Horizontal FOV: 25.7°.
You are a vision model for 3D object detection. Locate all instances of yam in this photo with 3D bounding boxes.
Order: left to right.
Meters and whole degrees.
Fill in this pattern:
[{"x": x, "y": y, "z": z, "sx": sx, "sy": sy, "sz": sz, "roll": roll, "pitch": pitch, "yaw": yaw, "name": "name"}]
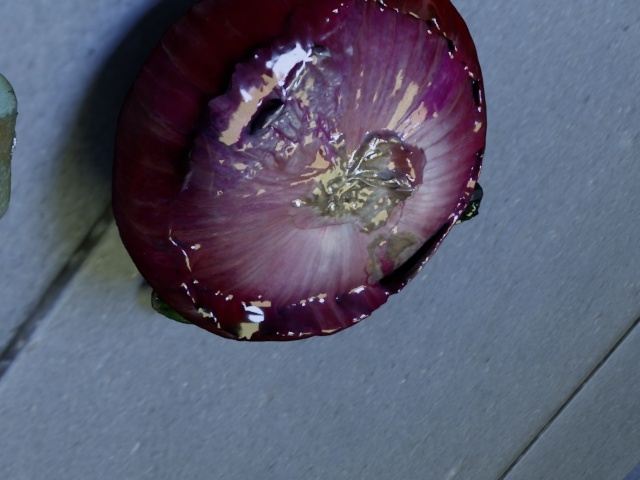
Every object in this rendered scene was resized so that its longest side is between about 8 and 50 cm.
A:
[{"x": -0.184, "y": -0.051, "z": 0.751, "sx": 0.043, "sy": 0.043, "sz": 0.094, "roll": -21, "pitch": 146, "yaw": -36, "name": "yam"}]

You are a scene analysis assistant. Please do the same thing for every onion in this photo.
[{"x": -0.016, "y": -0.059, "z": 0.836, "sx": 0.248, "sy": 0.161, "sz": 0.248, "roll": -34, "pitch": 143, "yaw": -31, "name": "onion"}]

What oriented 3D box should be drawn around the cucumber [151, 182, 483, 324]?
[{"x": 0.000, "y": -0.001, "z": 1.021, "sx": 0.265, "sy": 0.077, "sz": 0.077, "roll": -26, "pitch": 147, "yaw": -32, "name": "cucumber"}]
